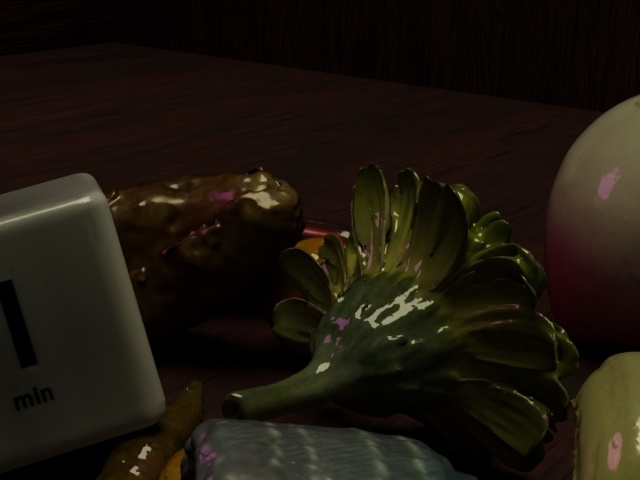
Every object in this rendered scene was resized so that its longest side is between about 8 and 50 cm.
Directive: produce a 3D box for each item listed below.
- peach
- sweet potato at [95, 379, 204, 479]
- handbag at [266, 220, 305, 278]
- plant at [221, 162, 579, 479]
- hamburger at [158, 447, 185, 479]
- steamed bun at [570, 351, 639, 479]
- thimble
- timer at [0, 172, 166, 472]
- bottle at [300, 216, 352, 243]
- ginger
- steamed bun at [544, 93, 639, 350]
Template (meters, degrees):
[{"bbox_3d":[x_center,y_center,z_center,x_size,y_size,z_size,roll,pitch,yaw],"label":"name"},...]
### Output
[{"bbox_3d":[0.008,0.064,1.382,0.138,0.138,0.138,3,16,-1],"label":"peach"},{"bbox_3d":[-0.146,0.185,1.051,0.067,0.067,0.274,7,21,14],"label":"sweet potato"},{"bbox_3d":[-0.187,0.015,1.542,0.332,0.075,0.191,-3,-12,-11],"label":"handbag"},{"bbox_3d":[0.073,0.111,1.110,0.306,0.261,0.297,-29,24,44],"label":"plant"},{"bbox_3d":[-0.052,0.199,0.978,0.147,0.083,0.138,6,11,1],"label":"hamburger"},{"bbox_3d":[0.298,0.172,0.977,0.232,0.166,0.273,5,16,13],"label":"steamed bun"},{"bbox_3d":[0.003,0.209,0.758,0.172,0.205,0.236,5,-9,-10],"label":"thimble"},{"bbox_3d":[-0.251,0.066,1.098,0.194,0.195,0.192,-17,11,-10],"label":"timer"},{"bbox_3d":[0.000,0.000,1.735,0.164,0.060,0.060,11,18,26],"label":"bottle"},{"bbox_3d":[-0.165,0.015,1.368,0.321,0.165,0.172,-25,2,5],"label":"ginger"},{"bbox_3d":[0.373,0.004,1.457,0.309,0.309,0.309,3,16,-1],"label":"steamed bun"}]
